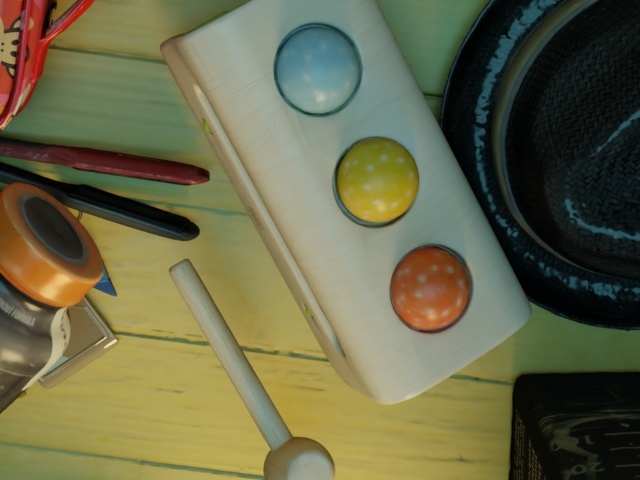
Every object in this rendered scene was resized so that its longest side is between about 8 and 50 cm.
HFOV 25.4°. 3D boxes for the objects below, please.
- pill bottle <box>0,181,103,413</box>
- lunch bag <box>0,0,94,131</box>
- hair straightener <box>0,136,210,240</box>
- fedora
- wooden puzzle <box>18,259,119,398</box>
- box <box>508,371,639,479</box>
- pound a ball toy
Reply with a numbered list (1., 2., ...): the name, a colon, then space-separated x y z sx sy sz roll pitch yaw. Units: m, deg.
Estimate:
1. pill bottle: -0.259 0.070 0.959 0.245 0.130 0.130 -41 101 16
2. lunch bag: -0.260 -0.213 0.906 0.258 0.120 0.293 11 103 -4
3. hair straightener: -0.196 -0.026 0.990 0.230 0.047 0.089 9 104 -3
4. fedora: 0.248 -0.071 0.931 0.334 0.152 0.334 0 104 -1
5. wooden puzzle: -0.194 0.064 1.032 0.116 0.014 0.079 -27 107 6
6. box: 0.380 0.280 0.857 0.479 0.472 0.297 -1 104 -1
7. pound a ball toy: 0.000 0.000 0.924 0.208 0.136 0.319 -31 102 -14
